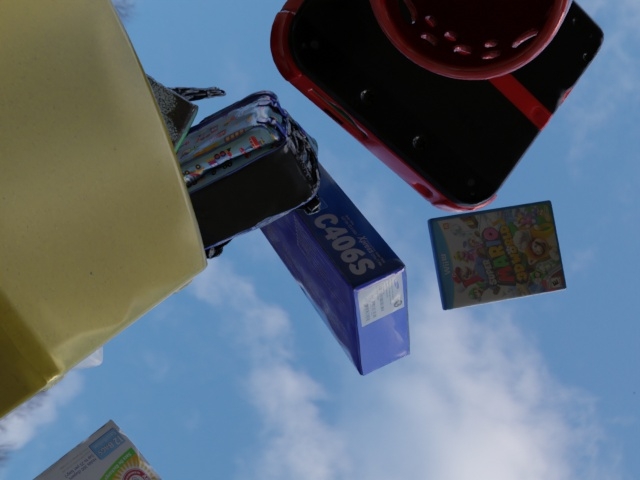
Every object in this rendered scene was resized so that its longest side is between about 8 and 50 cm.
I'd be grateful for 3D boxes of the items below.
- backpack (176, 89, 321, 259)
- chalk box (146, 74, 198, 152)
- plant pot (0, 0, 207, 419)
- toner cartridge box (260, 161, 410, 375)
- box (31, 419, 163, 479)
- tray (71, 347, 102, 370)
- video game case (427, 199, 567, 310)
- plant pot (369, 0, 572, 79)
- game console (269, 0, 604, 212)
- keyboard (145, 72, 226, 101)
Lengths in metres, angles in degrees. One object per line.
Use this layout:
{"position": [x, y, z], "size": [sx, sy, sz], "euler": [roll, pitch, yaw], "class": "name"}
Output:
{"position": [-0.081, -0.085, 0.986], "size": [0.158, 0.173, 0.116], "euler": [-24, -62, 14], "class": "backpack"}
{"position": [-0.254, -0.013, 0.750], "size": [0.180, 0.179, 0.288], "euler": [32, -128, -11], "class": "chalk box"}
{"position": [-0.190, -0.004, 0.494], "size": [0.212, 0.212, 0.187], "euler": [-34, -85, 33], "class": "plant pot"}
{"position": [0.000, 0.000, 1.238], "size": [0.075, 0.165, 0.347], "euler": [-21, -135, -16], "class": "toner cartridge box"}
{"position": [-0.253, 0.284, 0.934], "size": [0.103, 0.114, 0.203], "euler": [49, -48, 4], "class": "box"}
{"position": [-0.414, 0.124, 1.239], "size": [0.030, 0.271, 0.145], "euler": [24, -65, 52], "class": "tray"}
{"position": [0.227, 0.018, 1.198], "size": [0.166, 0.015, 0.119], "euler": [-9, -93, -10], "class": "video game case"}
{"position": [0.161, -0.274, 0.907], "size": [0.191, 0.174, 0.191], "euler": [13, -55, 19], "class": "plant pot"}
{"position": [0.159, -0.260, 1.231], "size": [0.387, 0.060, 0.342], "euler": [38, -98, -20], "class": "game console"}
{"position": [-0.204, -0.140, 1.363], "size": [0.033, 0.317, 0.201], "euler": [18, -73, 40], "class": "keyboard"}
